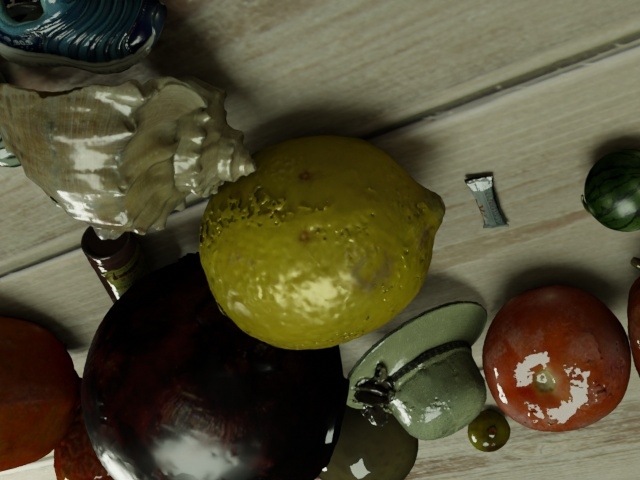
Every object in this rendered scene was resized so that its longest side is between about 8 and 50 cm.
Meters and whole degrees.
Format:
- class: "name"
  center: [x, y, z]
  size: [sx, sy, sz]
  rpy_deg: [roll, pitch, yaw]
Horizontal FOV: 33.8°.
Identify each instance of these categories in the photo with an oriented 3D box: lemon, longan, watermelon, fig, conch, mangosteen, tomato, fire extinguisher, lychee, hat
- class: "lemon"
  center: [0.000, 0.000, 1.271]
  size: [0.310, 0.258, 0.258]
  rpy_deg: [-13, 141, 19]
- class: "longan"
  center: [0.074, 0.341, 1.802]
  size: [0.196, 0.196, 0.220]
  rpy_deg: [9, 145, 0]
- class: "watermelon"
  center: [0.357, -0.055, 1.238]
  size: [0.109, 0.109, 0.109]
  rpy_deg: [6, 146, 4]
- class: "fig"
  center: [0.294, 0.336, 1.856]
  size: [0.074, 0.074, 0.088]
  rpy_deg: [11, 168, -3]
- class: "conch"
  center: [-0.235, -0.104, 1.170]
  size: [0.324, 0.186, 0.263]
  rpy_deg: [-4, 166, 1]
- class: "mangosteen"
  center: [-0.132, 0.215, 1.509]
  size: [0.381, 0.381, 0.421]
  rpy_deg: [-2, 153, 15]
- class: "tomato"
  center: [0.332, 0.163, 1.482]
  size: [0.208, 0.184, 0.208]
  rpy_deg: [7, 110, 21]
- class: "fire extinguisher"
  center: [-0.292, 0.055, 1.591]
  size: [0.075, 0.106, 0.252]
  rpy_deg: [-30, 147, -11]
- class: "lychee"
  center: [-0.360, 0.398, 1.937]
  size: [0.255, 0.255, 0.300]
  rpy_deg: [10, 121, -2]
- class: "hat"
  center: [0.169, 0.216, 1.547]
  size: [0.257, 0.130, 0.257]
  rpy_deg: [-24, 149, -15]

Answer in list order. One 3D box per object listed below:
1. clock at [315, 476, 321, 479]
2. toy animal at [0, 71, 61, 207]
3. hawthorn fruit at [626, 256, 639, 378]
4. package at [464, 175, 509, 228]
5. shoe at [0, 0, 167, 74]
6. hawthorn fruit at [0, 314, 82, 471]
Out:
- class: "clock"
  center: [0.037, 0.549, 2.237]
  size: [0.244, 0.056, 0.244]
  rpy_deg: [5, 146, 4]
- class: "toy animal"
  center: [-0.414, -0.133, 1.317]
  size: [0.170, 0.090, 0.255]
  rpy_deg: [-19, 140, 28]
- class: "hawthorn fruit"
  center: [0.496, 0.119, 1.375]
  size: [0.261, 0.224, 0.224]
  rpy_deg: [46, 134, -16]
- class: "package"
  center: [0.215, -0.047, 1.355]
  size: [0.037, 0.015, 0.110]
  rpy_deg: [-5, 142, 21]
- class: "shoe"
  center: [-0.264, -0.239, 1.113]
  size: [0.207, 0.091, 0.106]
  rpy_deg: [5, 151, 12]
- class: "hawthorn fruit"
  center: [-0.558, 0.260, 1.774]
  size: [0.295, 0.295, 0.311]
  rpy_deg: [-19, 161, 35]
